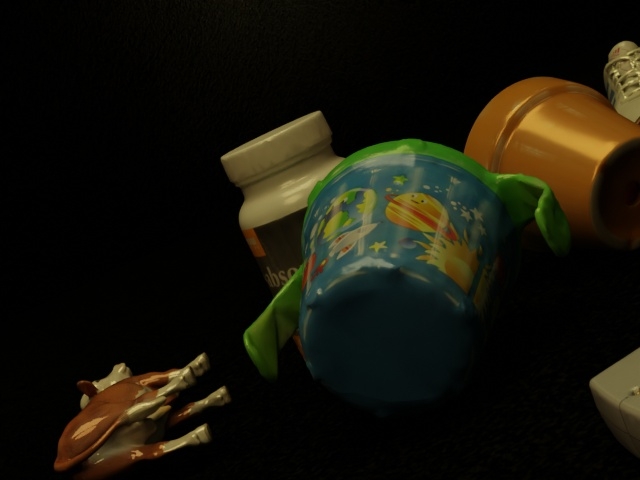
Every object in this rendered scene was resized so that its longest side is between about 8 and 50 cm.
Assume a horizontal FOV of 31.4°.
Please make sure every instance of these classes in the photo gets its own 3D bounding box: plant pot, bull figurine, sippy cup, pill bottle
[{"bbox_3d":[0.295,-0.072,1.287,0.205,0.205,0.188,-28,25,-16],"label":"plant pot"},{"bbox_3d":[-0.212,0.203,1.328,0.188,0.101,0.310,-23,9,4],"label":"bull figurine"},{"bbox_3d":[0.079,0.047,1.112,0.224,0.240,0.305,-70,5,-62],"label":"sippy cup"},{"bbox_3d":[0.000,0.000,1.344,0.162,0.278,0.162,-25,8,4],"label":"pill bottle"}]

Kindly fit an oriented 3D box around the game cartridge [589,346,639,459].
[{"bbox_3d":[0.311,0.089,0.711,0.198,0.062,0.297,-33,11,-18],"label":"game cartridge"}]

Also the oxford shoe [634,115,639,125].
[{"bbox_3d":[0.500,-0.157,1.556,0.212,0.076,0.076,-30,20,-24],"label":"oxford shoe"}]

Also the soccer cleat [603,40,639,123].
[{"bbox_3d":[0.493,-0.237,1.791,0.116,0.143,0.331,-23,10,15],"label":"soccer cleat"}]
